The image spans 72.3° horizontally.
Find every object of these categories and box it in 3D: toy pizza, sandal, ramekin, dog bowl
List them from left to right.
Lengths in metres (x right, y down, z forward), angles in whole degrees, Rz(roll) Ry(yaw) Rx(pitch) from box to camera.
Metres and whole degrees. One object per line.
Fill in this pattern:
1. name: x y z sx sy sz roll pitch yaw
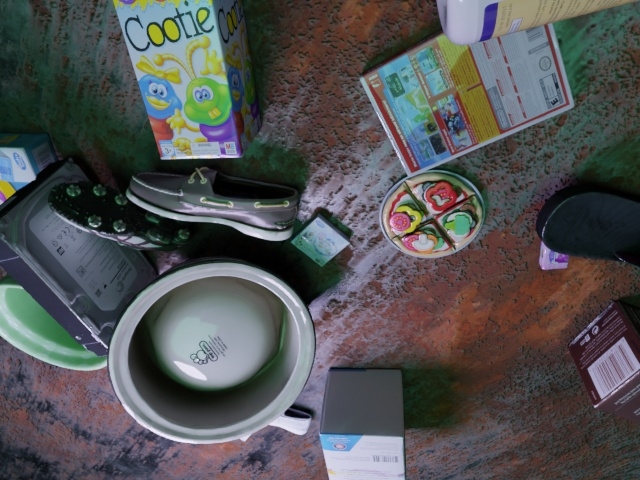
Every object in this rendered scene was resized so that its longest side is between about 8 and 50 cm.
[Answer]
1. ramekin: -0.597 0.157 1.031 0.304 0.148 0.303 7 132 7
2. dog bowl: -0.223 0.215 0.942 0.408 0.150 0.407 -4 106 -15
3. toy pizza: 0.216 -0.042 0.853 0.201 0.032 0.201 4 125 6
4. sandal: 0.610 0.005 0.764 0.446 0.107 0.167 4 124 -2

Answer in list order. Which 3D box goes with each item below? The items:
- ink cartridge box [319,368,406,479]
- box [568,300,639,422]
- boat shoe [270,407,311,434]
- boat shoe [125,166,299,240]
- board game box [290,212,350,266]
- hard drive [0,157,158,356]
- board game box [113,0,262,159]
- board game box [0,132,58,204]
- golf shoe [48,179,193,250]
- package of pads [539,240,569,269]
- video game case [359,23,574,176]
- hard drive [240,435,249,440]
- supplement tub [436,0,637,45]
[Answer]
1. ink cartridge box: 0.120 0.500 1.141 0.198 0.197 0.270 -2 124 10
2. box: 0.677 0.264 0.909 0.203 0.167 0.168 20 124 -5
3. boat shoe: -0.115 0.501 1.266 0.184 0.066 0.063 23 103 1
4. boat shoe: -0.202 -0.088 0.841 0.325 0.116 0.096 14 121 -6
5. board game box: 0.000 0.000 0.923 0.090 0.020 0.090 39 122 -17
6. hard drive: -0.476 0.037 0.879 0.064 0.237 0.338 -10 126 16
7. board game box: -0.193 -0.283 0.682 0.142 0.144 0.275 0 125 8
8. board game box: -0.710 -0.097 0.932 0.336 0.079 0.253 3 124 7
9. golf shoe: -0.397 -0.028 0.871 0.273 0.105 0.120 20 142 -38
10. package of pads: 0.459 0.016 0.855 0.050 0.032 0.083 -6 124 12
11. video game case: 0.236 -0.245 0.714 0.285 0.025 0.204 -22 119 22
12. hard drive: -0.302 0.385 1.185 0.353 0.047 0.233 34 123 -3
13. supplement tub: 0.294 -0.378 0.482 0.331 0.241 0.241 -9 122 14
